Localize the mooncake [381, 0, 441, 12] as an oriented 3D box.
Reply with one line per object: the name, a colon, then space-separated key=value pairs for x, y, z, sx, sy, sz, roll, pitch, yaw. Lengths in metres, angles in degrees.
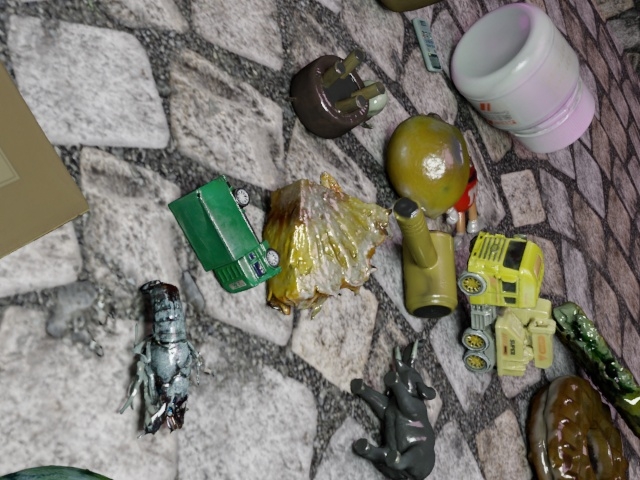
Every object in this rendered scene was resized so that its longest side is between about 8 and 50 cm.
mooncake: x=0.162 y=-0.639 z=1.430 sx=0.378 sy=0.201 sz=0.378 roll=38 pitch=42 yaw=-44

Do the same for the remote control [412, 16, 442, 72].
remote control: x=0.231 y=-0.423 z=1.592 sx=0.053 sy=0.018 sz=0.124 roll=-7 pitch=79 yaw=-52

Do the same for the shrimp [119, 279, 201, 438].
shrimp: x=-0.173 y=0.122 z=0.790 sx=0.082 sy=0.076 sz=0.174 roll=4 pitch=69 yaw=-27

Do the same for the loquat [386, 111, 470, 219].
loquat: x=0.191 y=-0.132 z=1.305 sx=0.152 sy=0.152 sz=0.195 roll=10 pitch=79 yaw=-49

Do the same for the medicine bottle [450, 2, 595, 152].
medicine bottle: x=0.467 y=-0.358 z=1.671 sx=0.302 sy=0.241 sz=0.241 roll=34 pitch=49 yaw=-37

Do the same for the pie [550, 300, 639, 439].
pie: x=0.621 y=0.289 z=1.586 sx=0.296 sy=0.078 sz=0.371 roll=48 pitch=12 yaw=-30

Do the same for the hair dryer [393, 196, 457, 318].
hair dryer: x=0.159 y=0.021 z=1.170 sx=0.278 sy=0.090 sz=0.135 roll=56 pitch=32 yaw=-61

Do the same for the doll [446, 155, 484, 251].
doll: x=0.271 y=-0.104 z=1.442 sx=0.183 sy=0.085 sz=0.217 roll=-36 pitch=111 yaw=-51

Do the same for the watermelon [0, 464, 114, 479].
watermelon: x=-0.232 y=0.272 z=0.652 sx=0.187 sy=0.071 sz=0.139 roll=12 pitch=69 yaw=-49

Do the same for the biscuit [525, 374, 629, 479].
biscuit: x=0.525 y=0.437 z=1.490 sx=0.332 sy=0.103 sz=0.332 roll=24 pitch=57 yaw=-43

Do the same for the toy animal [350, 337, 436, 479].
toy animal: x=0.115 y=0.238 z=1.090 sx=0.137 sy=0.082 sz=0.269 roll=41 pitch=41 yaw=-37

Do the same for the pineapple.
pineapple: x=0.000 y=0.000 z=1.031 sx=0.236 sy=0.114 sz=0.186 roll=-40 pitch=106 yaw=-48

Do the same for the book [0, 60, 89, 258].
book: x=-0.375 y=-0.059 z=0.662 sx=0.217 sy=0.021 sz=0.310 roll=61 pitch=38 yaw=-10

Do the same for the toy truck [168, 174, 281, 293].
toy truck: x=-0.114 y=-0.005 z=0.926 sx=0.079 sy=0.065 sz=0.147 roll=-41 pitch=106 yaw=-49

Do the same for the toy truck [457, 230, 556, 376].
toy truck: x=0.335 y=0.122 z=1.300 sx=0.124 sy=0.157 sz=0.272 roll=-58 pitch=145 yaw=-48

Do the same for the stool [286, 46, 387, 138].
stool: x=0.044 y=-0.235 z=1.192 sx=0.217 sy=0.121 sz=0.125 roll=-1 pitch=73 yaw=-46

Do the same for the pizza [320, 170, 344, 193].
pizza: x=0.023 y=-0.073 z=1.170 sx=0.037 sy=0.016 sz=0.083 roll=-40 pitch=107 yaw=-45
